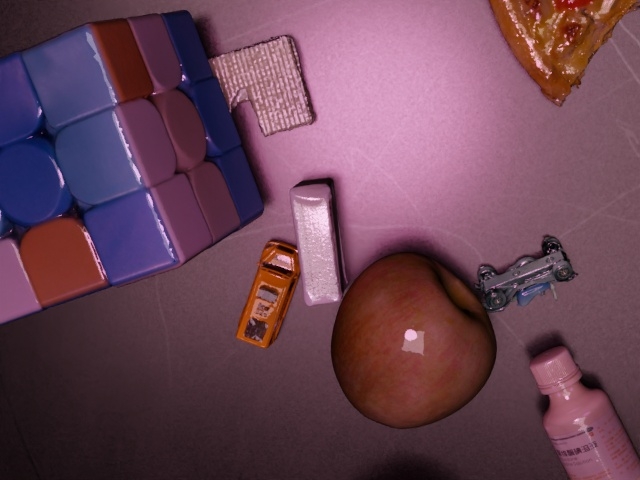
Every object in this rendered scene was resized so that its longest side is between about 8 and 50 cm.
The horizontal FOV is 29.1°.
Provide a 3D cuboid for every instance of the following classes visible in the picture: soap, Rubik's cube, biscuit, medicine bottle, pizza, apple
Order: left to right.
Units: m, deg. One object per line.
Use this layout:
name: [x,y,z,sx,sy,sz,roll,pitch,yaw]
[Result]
Rubik's cube: [-0.333,-0.111,1.778,0.346,0.347,0.344,-19,98,22]
biscuit: [-0.140,-0.217,1.921,0.250,0.046,0.147,-17,95,9]
soap: [0.000,0.000,1.904,0.063,0.121,0.183,-7,98,6]
apple: [0.130,0.153,1.850,0.234,0.257,0.257,-40,93,22]
pizza: [0.389,-0.386,1.827,0.287,0.075,0.280,-34,95,10]
medicine bottle: [0.407,0.287,1.911,0.114,0.114,0.252,-26,95,9]

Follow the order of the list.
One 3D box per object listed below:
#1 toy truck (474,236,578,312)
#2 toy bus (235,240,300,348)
toy truck: [0.321,0.066,1.913,0.154,0.080,0.078,-25,123,9]
toy bus: [-0.081,0.085,1.949,0.069,0.074,0.162,20,102,4]
